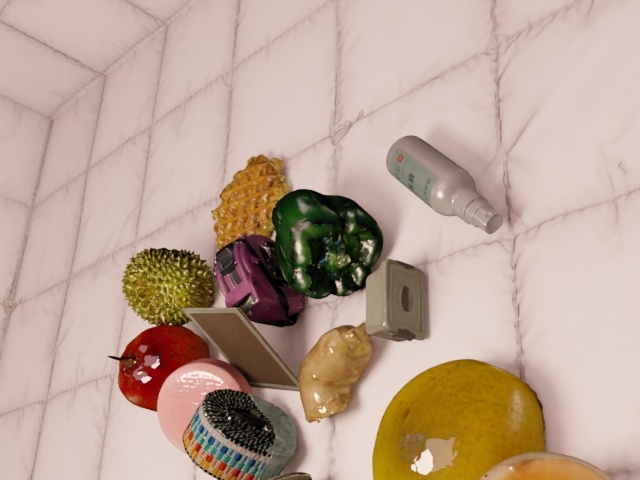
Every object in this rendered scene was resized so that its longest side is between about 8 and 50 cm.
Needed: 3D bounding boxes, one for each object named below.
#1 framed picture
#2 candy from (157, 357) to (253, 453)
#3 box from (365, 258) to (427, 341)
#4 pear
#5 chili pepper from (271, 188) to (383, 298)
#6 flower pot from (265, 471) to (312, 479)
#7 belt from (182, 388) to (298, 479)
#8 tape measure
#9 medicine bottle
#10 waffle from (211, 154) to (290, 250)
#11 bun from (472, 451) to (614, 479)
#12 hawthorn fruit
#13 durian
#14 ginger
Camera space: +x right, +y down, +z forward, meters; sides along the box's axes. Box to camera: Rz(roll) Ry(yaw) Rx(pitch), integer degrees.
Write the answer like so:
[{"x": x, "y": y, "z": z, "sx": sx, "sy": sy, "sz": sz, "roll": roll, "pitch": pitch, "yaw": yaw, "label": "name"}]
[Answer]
[{"x": -0.184, "y": 0.262, "z": 1.921, "sx": 0.232, "sy": 0.296, "sz": 0.019, "roll": -5, "pitch": 39, "yaw": 47, "label": "framed picture"}, {"x": -0.291, "y": 0.430, "z": 1.995, "sx": 0.255, "sy": 0.094, "sz": 0.256, "roll": 0, "pitch": 91, "yaw": 11, "label": "candy"}, {"x": 0.159, "y": 0.139, "z": 1.709, "sx": 0.092, "sy": 0.124, "sz": 0.172, "roll": -32, "pitch": 47, "yaw": 49, "label": "box"}, {"x": 0.215, "y": 0.394, "z": 1.444, "sx": 0.340, "sy": 0.191, "sz": 0.387, "roll": 23, "pitch": 88, "yaw": 52, "label": "pear"}, {"x": 0.000, "y": 0.000, "z": 1.874, "sx": 0.233, "sy": 0.248, "sz": 0.257, "roll": -66, "pitch": 27, "yaw": 18, "label": "chili pepper"}, {"x": -0.098, "y": 0.608, "z": 1.681, "sx": 0.235, "sy": 0.235, "sz": 0.141, "roll": -42, "pitch": 58, "yaw": 27, "label": "flower pot"}, {"x": -0.180, "y": 0.459, "z": 1.821, "sx": 0.150, "sy": 0.257, "sz": 0.207, "roll": -58, "pitch": 19, "yaw": 21, "label": "belt"}, {"x": -0.146, "y": 0.104, "z": 1.987, "sx": 0.149, "sy": 0.231, "sz": 0.245, "roll": -41, "pitch": 62, "yaw": 28, "label": "tape measure"}, {"x": 0.273, "y": -0.115, "z": 1.713, "sx": 0.110, "sy": 0.110, "sz": 0.352, "roll": -56, "pitch": 40, "yaw": 12, "label": "medicine bottle"}, {"x": -0.206, "y": -0.099, "z": 2.289, "sx": 0.325, "sy": 0.068, "sz": 0.302, "roll": -55, "pitch": 39, "yaw": 14, "label": "waffle"}, {"x": 0.355, "y": 0.485, "z": 1.236, "sx": 0.298, "sy": 0.165, "sz": 0.299, "roll": -3, "pitch": 68, "yaw": 7, "label": "bun"}, {"x": -0.452, "y": 0.339, "z": 2.148, "sx": 0.254, "sy": 0.300, "sz": 0.254, "roll": -27, "pitch": 52, "yaw": 41, "label": "hawthorn fruit"}, {"x": -0.441, "y": 0.121, "z": 2.274, "sx": 0.291, "sy": 0.291, "sz": 0.225, "roll": 39, "pitch": 139, "yaw": 51, "label": "durian"}, {"x": 0.031, "y": 0.286, "z": 1.762, "sx": 0.152, "sy": 0.138, "sz": 0.267, "roll": 30, "pitch": 108, "yaw": 40, "label": "ginger"}]
